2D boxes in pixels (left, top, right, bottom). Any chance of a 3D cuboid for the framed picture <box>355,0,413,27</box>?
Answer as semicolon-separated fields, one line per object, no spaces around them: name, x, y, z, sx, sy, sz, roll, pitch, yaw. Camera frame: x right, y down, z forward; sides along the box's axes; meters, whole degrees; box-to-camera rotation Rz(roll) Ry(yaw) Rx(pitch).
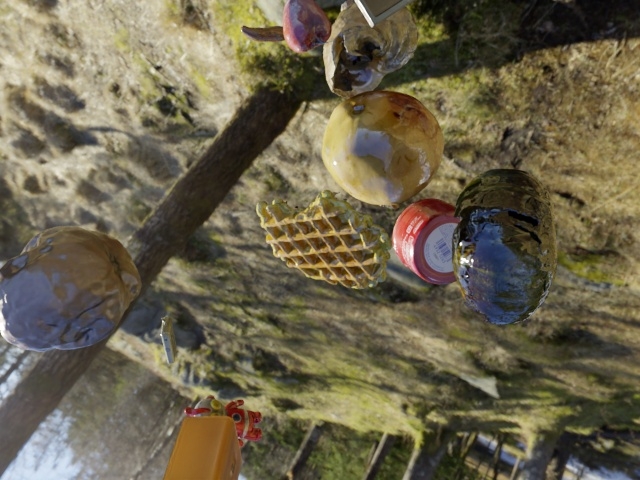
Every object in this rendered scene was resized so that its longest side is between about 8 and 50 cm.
framed picture;0.158;-0.565;1.005;0.211;0.289;0.020;56;176;-6

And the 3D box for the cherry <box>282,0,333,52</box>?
cherry;-0.029;-0.471;1.184;0.106;0.126;0.087;-6;170;-13

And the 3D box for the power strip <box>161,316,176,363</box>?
power strip;-0.479;0.312;1.708;0.028;0.076;0.169;-2;132;-7

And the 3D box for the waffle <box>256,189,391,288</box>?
waffle;0.009;0.002;1.131;0.301;0.058;0.281;11;141;24

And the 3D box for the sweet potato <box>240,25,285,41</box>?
sweet potato;-0.164;-0.751;1.949;0.078;0.255;0.058;58;150;22

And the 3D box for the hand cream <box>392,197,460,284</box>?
hand cream;0.329;0.002;1.521;0.230;0.230;0.149;38;-173;-22

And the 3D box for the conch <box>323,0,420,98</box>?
conch;0.097;-0.481;1.347;0.186;0.324;0.263;46;125;25

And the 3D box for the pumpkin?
pumpkin;0.371;0.005;1.095;0.192;0.320;0.320;-2;149;20

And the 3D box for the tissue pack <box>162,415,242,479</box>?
tissue pack;-0.296;0.615;1.366;0.145;0.274;0.194;-1;118;3

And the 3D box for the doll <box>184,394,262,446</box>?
doll;-0.279;0.516;1.564;0.245;0.142;0.076;27;127;-30

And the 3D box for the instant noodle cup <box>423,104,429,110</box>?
instant noodle cup;0.293;-0.366;1.874;0.215;0.215;0.236;27;170;7

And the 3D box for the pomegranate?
pomegranate;0.159;-0.222;1.374;0.319;0.319;0.319;26;160;10

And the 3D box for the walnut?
walnut;-0.503;0.097;1.070;0.273;0.273;0.227;1;133;53
